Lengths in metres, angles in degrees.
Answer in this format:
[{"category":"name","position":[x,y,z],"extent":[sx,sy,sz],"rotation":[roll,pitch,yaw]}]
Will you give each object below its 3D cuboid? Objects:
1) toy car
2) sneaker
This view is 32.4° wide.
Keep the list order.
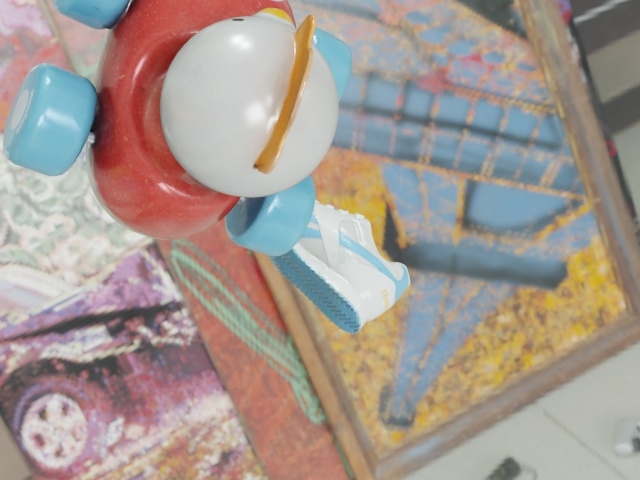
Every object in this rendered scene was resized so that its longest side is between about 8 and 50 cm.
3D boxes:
[{"category":"toy car","position":[-0.053,-0.105,0.724],"extent":[0.238,0.219,0.210],"rotation":[-2,70,59]},{"category":"sneaker","position":[0.000,0.000,1.215],"extent":[0.092,0.087,0.229],"rotation":[-32,63,-23]}]
